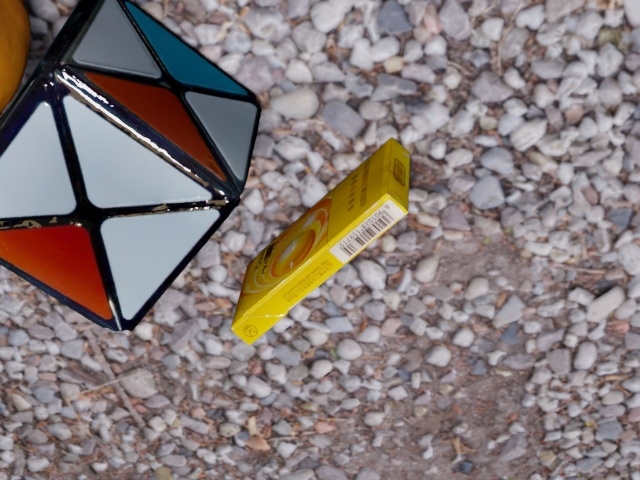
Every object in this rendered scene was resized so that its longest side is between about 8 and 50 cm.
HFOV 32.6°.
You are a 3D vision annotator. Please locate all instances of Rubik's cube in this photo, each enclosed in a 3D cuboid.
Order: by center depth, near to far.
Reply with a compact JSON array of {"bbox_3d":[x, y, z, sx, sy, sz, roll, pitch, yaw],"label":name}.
[{"bbox_3d":[-0.236,-0.091,1.225,0.250,0.246,0.248,35,117,-19],"label":"Rubik's cube"}]

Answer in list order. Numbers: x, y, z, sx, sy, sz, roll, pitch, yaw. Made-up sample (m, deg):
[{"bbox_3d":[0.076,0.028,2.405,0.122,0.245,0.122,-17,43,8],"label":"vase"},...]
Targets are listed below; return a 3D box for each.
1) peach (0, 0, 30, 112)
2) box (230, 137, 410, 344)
[{"bbox_3d":[-0.471,-0.227,1.110,0.301,0.343,0.343,-23,118,22],"label":"peach"},{"bbox_3d":[0.000,0.000,1.323,0.043,0.152,0.269,42,115,-17],"label":"box"}]
